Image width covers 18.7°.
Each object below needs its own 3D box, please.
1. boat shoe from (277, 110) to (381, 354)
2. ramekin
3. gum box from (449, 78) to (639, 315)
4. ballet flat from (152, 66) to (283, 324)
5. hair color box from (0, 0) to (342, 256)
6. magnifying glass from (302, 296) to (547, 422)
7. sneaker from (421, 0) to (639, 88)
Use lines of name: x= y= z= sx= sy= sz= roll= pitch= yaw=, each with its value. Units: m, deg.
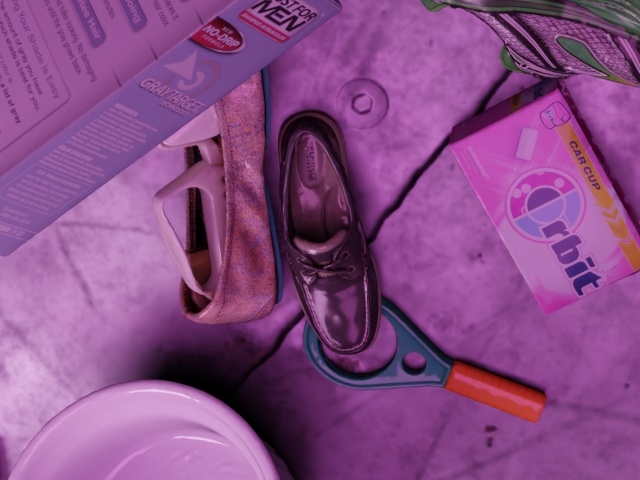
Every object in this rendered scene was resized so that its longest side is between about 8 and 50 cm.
boat shoe: x=0.001 y=-0.001 z=1.711 sx=0.080 sy=0.073 sz=0.224 roll=-8 pitch=100 yaw=11
ramekin: x=-0.141 y=0.273 z=1.744 sx=0.277 sy=0.135 sz=0.277 roll=-5 pitch=74 yaw=17
gum box: x=0.204 y=-0.036 z=1.693 sx=0.107 sy=0.062 sz=0.188 roll=-27 pitch=104 yaw=15
ballet flat: x=-0.097 y=-0.068 z=1.682 sx=0.106 sy=0.107 sz=0.316 roll=-15 pitch=110 yaw=-24
hair color box: x=-0.187 y=-0.170 z=1.616 sx=0.374 sy=0.113 sz=0.185 roll=-35 pitch=64 yaw=18
magnifying glass: x=0.095 y=0.114 z=1.778 sx=0.231 sy=0.026 sz=0.092 roll=20 pitch=110 yaw=-2
sneaker: x=0.238 y=-0.187 z=1.620 sx=0.343 sy=0.134 sz=0.146 roll=30 pitch=132 yaw=-7
